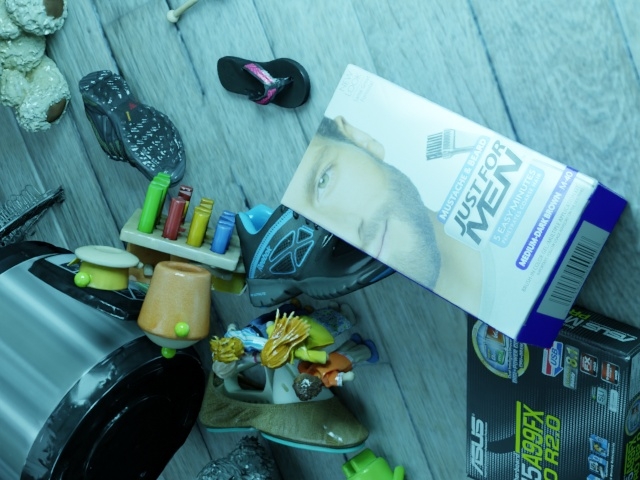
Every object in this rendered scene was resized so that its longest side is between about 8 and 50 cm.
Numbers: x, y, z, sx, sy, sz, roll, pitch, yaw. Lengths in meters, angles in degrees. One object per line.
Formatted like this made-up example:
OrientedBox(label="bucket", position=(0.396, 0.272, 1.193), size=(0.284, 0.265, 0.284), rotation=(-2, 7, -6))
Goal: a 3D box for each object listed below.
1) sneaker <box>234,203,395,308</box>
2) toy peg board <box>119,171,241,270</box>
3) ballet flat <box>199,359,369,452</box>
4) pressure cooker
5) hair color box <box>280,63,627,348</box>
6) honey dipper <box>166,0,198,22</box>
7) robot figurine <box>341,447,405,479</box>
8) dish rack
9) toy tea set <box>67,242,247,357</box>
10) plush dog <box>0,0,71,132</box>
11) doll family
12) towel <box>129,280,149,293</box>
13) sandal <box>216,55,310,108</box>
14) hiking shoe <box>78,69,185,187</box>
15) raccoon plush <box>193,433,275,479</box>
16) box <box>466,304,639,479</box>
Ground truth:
OrientedBox(label="sneaker", position=(0.000, 0.000, 1.538), size=(0.340, 0.125, 0.140), rotation=(-14, 97, 48))
OrientedBox(label="toy peg board", position=(-0.181, -0.032, 1.665), size=(0.160, 0.161, 0.079), rotation=(15, 102, -4))
OrientedBox(label="ballet flat", position=(-0.064, 0.233, 1.768), size=(0.342, 0.116, 0.124), rotation=(-1, 93, 52))
OrientedBox(label="pressure cooker", position=(-0.444, 0.207, 1.901), size=(0.420, 0.375, 0.370), rotation=(33, 137, 26))
OrientedBox(label="hair color box", position=(0.138, -0.043, 1.320), size=(0.338, 0.110, 0.185), rotation=(30, 97, 34))
OrientedBox(label="honey dipper", position=(-0.165, -0.327, 1.606), size=(0.160, 0.030, 0.031), rotation=(-18, 98, 53))
OrientedBox(label="robot figurine", position=(0.080, 0.354, 1.694), size=(0.115, 0.067, 0.101), rotation=(55, 135, 8))
OrientedBox(label="dish rack", position=(-0.563, -0.016, 2.076), size=(0.074, 0.208, 0.271), rotation=(50, 140, -4))
OrientedBox(label="toy tea set", position=(-0.205, 0.075, 1.679), size=(0.200, 0.336, 0.124), rotation=(14, 99, 19))
OrientedBox(label="plush dog", position=(-0.533, -0.293, 1.861), size=(0.210, 0.225, 0.263), rotation=(33, 133, 31))
OrientedBox(label="doll family", position=(-0.061, 0.134, 1.645), size=(0.263, 0.163, 0.118), rotation=(7, 116, 45))
OrientedBox(label="towel", position=(-0.270, 0.121, 1.979), size=(0.152, 0.023, 0.113), rotation=(28, 132, 31))
OrientedBox(label="sandal", position=(-0.082, -0.206, 1.573), size=(0.179, 0.040, 0.067), rotation=(14, 120, 42))
OrientedBox(label="hiking shoe", position=(-0.277, -0.152, 1.798), size=(0.227, 0.086, 0.114), rotation=(50, 155, 20))
OrientedBox(label="raccoon plush", position=(-0.010, 0.471, 1.808), size=(0.446, 0.216, 0.299), rotation=(5, 114, 13))
OrientedBox(label="box", position=(0.273, 0.200, 1.407), size=(0.216, 0.060, 0.270), rotation=(21, 125, 38))
